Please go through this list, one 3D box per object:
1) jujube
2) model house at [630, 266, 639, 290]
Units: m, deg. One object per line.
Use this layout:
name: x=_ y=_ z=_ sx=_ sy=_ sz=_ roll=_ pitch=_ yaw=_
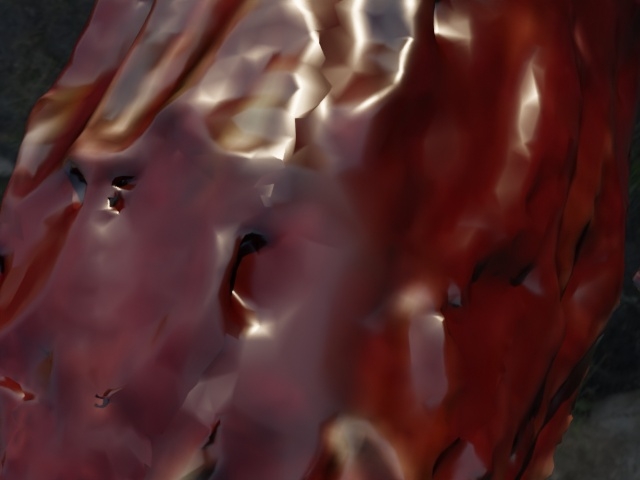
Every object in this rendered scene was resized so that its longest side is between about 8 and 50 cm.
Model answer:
jujube: x=0.000 y=0.000 z=0.457 sx=0.258 sy=0.377 sz=0.258 roll=10 pitch=153 yaw=5
model house: x=0.540 y=0.070 z=1.383 sx=0.280 sy=0.230 sz=0.249 roll=44 pitch=96 yaw=21
